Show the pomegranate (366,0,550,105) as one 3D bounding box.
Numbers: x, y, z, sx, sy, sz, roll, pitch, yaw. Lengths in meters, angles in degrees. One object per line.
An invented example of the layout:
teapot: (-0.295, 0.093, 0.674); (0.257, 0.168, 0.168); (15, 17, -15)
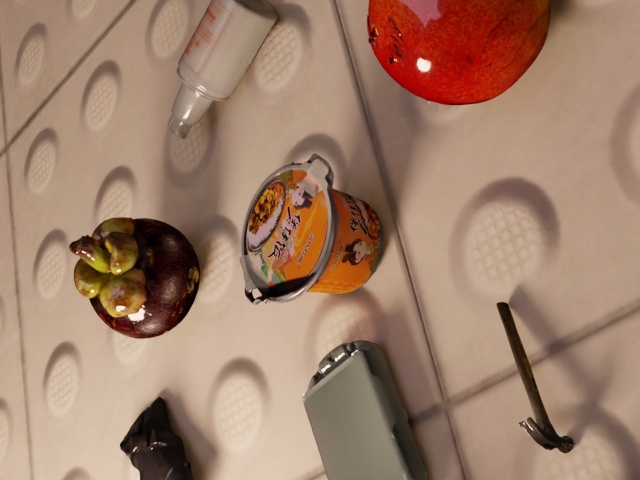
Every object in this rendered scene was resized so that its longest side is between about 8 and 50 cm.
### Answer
pomegranate: (0.161, -0.265, 1.169); (0.235, 0.210, 0.210); (-52, 41, -8)

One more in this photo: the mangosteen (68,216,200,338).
mangosteen: (-0.295, 0.051, 1.602); (0.192, 0.217, 0.192); (-19, 62, 40)

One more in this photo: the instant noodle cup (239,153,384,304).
instant noodle cup: (0.000, 0.000, 1.342); (0.208, 0.125, 0.177); (-49, 47, 30)

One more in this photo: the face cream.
face cream: (-0.169, -0.271, 1.625); (0.252, 0.101, 0.101); (-56, 45, 24)

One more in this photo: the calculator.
calculator: (0.051, 0.241, 1.283); (0.141, 0.045, 0.246); (-44, 50, 33)

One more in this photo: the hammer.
hammer: (0.218, 0.141, 1.116); (0.017, 0.062, 0.182); (-43, 45, 33)

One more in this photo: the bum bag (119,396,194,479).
bum bag: (-0.247, 0.348, 1.589); (0.248, 0.060, 0.123); (48, 117, 45)
